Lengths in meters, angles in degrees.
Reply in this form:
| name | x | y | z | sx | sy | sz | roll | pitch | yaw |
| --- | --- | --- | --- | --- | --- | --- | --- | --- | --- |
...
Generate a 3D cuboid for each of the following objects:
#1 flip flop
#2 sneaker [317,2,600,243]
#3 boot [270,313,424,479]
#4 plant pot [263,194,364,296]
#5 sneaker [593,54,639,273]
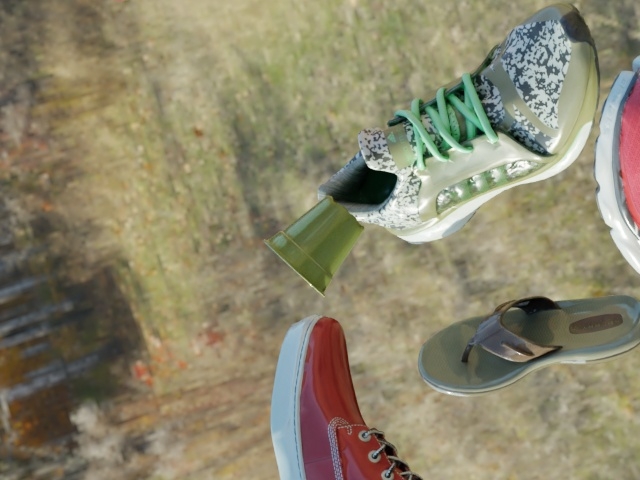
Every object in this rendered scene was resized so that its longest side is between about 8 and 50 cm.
| name | x | y | z | sx | sy | sz | roll | pitch | yaw |
| --- | --- | --- | --- | --- | --- | --- | --- | --- | --- |
| flip flop | 0.246 | 0.108 | 1.469 | 0.080 | 0.277 | 0.112 | 62 | -158 | -45 |
| sneaker | 0.136 | -0.106 | 1.347 | 0.410 | 0.182 | 0.158 | -45 | 61 | 48 |
| boot | 0.057 | 0.170 | 0.943 | 0.088 | 0.176 | 0.244 | 16 | -113 | -61 |
| plant pot | 0.000 | 0.000 | 1.239 | 0.083 | 0.079 | 0.083 | 43 | 179 | 1 |
| sneaker | 0.253 | 0.009 | 0.732 | 0.118 | 0.107 | 0.279 | 20 | 142 | 58 |
